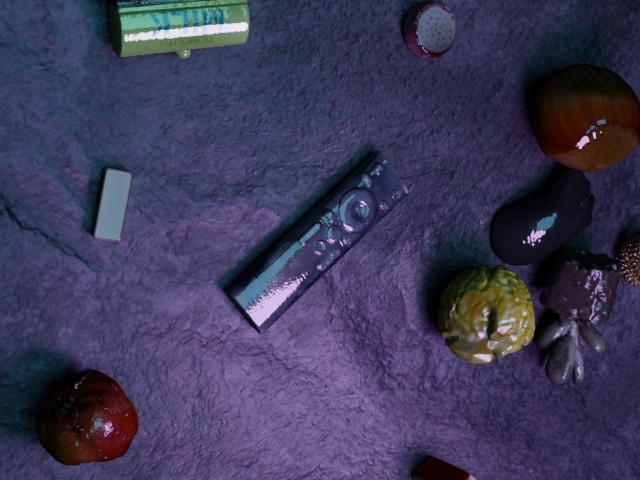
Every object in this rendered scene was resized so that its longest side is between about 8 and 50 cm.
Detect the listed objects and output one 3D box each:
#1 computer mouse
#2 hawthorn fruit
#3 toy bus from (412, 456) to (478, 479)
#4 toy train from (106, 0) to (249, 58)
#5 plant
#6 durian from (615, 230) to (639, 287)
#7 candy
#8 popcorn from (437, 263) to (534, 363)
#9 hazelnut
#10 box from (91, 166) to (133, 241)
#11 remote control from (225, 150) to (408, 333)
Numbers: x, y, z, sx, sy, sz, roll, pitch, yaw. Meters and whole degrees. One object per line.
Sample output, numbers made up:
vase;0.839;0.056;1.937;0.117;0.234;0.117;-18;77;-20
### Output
computer mouse;0.465;-0.041;1.900;0.264;0.088;0.147;-38;117;-21
hawthorn fruit;-0.353;0.287;1.476;0.148;0.148;0.172;-52;137;-11
toy bus;0.249;0.473;1.817;0.079;0.174;0.077;-36;105;-19
toy train;-0.216;-0.359;1.463;0.253;0.105;0.157;-12;118;-25
plant;0.520;0.157;1.927;0.146;0.149;0.275;-6;109;-54
durian;0.671;0.051;2.030;0.110;0.071;0.140;-8;87;-65
candy;0.198;-0.381;1.713;0.103;0.043;0.103;-5;101;-28
popcorn;0.314;0.148;1.808;0.198;0.198;0.212;-43;142;-16
hazelnut;0.513;-0.234;1.846;0.210;0.210;0.186;-25;134;-23
box;-0.328;-0.057;1.490;0.048;0.025;0.115;9;94;-25
remote control;0.000;0.000;1.671;0.377;0.044;0.107;-43;119;-15
